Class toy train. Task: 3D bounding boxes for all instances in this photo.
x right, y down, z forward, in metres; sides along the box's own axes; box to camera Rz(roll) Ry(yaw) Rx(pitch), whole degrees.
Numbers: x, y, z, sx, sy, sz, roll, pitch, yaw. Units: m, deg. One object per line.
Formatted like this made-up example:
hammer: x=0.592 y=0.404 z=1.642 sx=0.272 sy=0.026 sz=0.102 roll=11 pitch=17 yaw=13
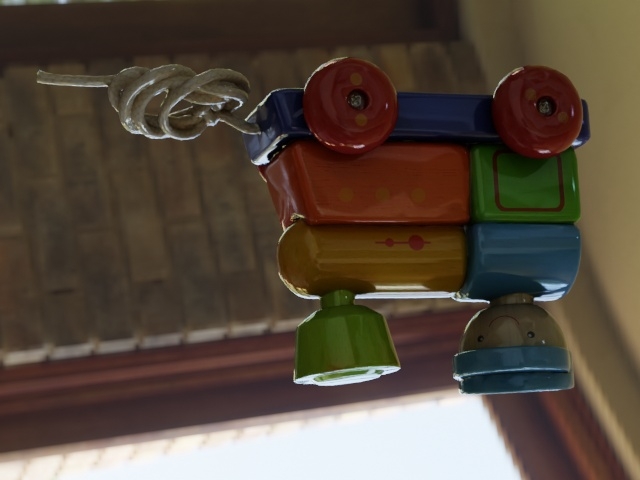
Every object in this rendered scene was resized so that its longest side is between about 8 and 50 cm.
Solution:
toy train: x=0.000 y=0.000 z=0.706 sx=0.105 sy=0.248 sz=0.143 roll=145 pitch=-57 yaw=-70
